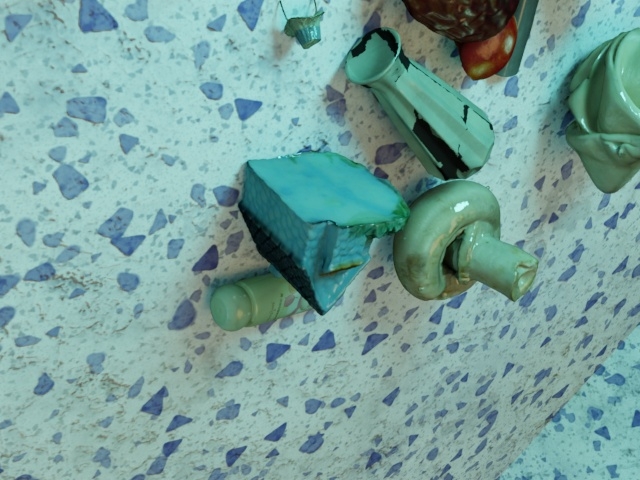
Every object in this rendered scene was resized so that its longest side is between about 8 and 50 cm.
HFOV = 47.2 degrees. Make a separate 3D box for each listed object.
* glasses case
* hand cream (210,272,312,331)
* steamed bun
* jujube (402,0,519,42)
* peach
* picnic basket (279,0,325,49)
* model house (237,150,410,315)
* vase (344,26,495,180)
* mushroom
[{"bbox_3d":[0.397,-0.427,1.482,0.072,0.042,0.190,-21,134,-36],"label":"glasses case"},{"bbox_3d":[-0.084,0.109,1.498,0.306,0.093,0.147,-14,132,-43],"label":"hand cream"},{"bbox_3d":[0.689,-0.324,1.644,0.342,0.255,0.367,-49,171,-23],"label":"steamed bun"},{"bbox_3d":[0.233,-0.436,1.234,0.243,0.183,0.183,23,106,-41],"label":"jujube"},{"bbox_3d":[0.320,-0.383,1.407,0.118,0.151,0.151,-6,144,23],"label":"peach"},{"bbox_3d":[-0.025,-0.355,1.183,0.065,0.083,0.083,-22,90,-24],"label":"picnic basket"},{"bbox_3d":[0.000,0.000,1.331,0.226,0.261,0.241,-8,126,-34],"label":"model house"},{"bbox_3d":[0.194,-0.247,1.381,0.165,0.165,0.360,-51,135,6],"label":"vase"},{"bbox_3d":[0.315,0.030,1.592,0.292,0.290,0.292,-25,134,-28],"label":"mushroom"}]
